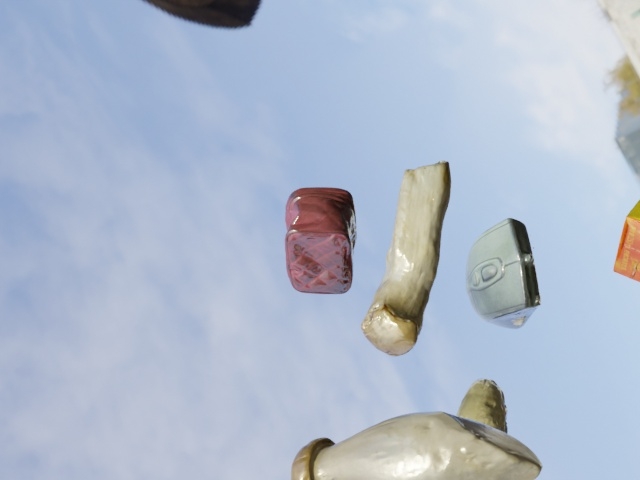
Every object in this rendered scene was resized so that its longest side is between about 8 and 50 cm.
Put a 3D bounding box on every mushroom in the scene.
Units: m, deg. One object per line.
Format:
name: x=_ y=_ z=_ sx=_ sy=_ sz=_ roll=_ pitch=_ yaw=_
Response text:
mushroom: x=0.121 y=0.300 z=1.285 sx=0.128 sy=0.350 sz=0.128 roll=35 pitch=-131 yaw=-53
mushroom: x=0.088 y=0.011 z=0.924 sx=0.054 sy=0.059 sz=0.202 roll=51 pitch=-126 yaw=-69

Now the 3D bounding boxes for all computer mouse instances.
computer mouse: x=0.354 y=0.076 z=1.883 sx=0.371 sy=0.121 sz=0.188 roll=87 pitch=173 yaw=-76

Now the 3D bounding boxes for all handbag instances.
handbag: x=0.000 y=0.000 z=1.928 sx=0.225 sy=0.146 sz=0.135 roll=85 pitch=-175 yaw=-51

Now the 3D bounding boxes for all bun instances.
bun: x=0.351 y=0.424 z=2.084 sx=0.210 sy=0.116 sz=0.237 roll=16 pitch=-93 yaw=-71

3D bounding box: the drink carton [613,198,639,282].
drink carton: x=0.736 y=0.048 z=1.760 sx=0.111 sy=0.351 sz=0.155 roll=-43 pitch=-34 yaw=-36
